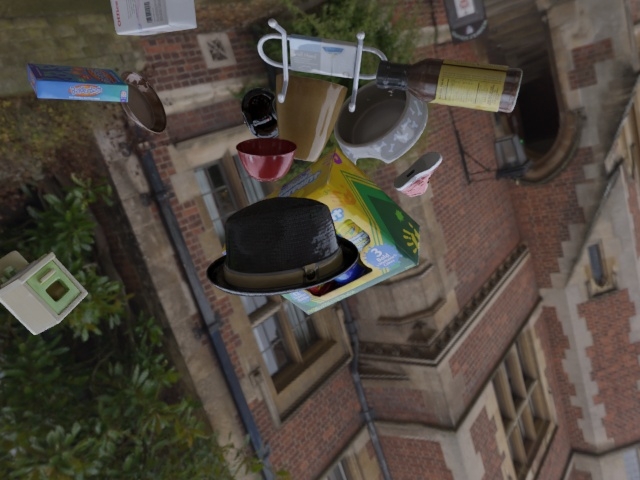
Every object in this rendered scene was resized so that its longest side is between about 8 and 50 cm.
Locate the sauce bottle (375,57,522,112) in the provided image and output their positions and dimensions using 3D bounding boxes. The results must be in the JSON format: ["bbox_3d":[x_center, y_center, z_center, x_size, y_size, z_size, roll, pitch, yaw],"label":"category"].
[{"bbox_3d":[0.313,-0.395,1.262,0.344,0.111,0.111,14,-156,16],"label":"sauce bottle"}]

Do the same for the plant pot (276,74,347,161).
[{"bbox_3d":[-0.049,-0.398,1.687,0.237,0.254,0.237,10,-168,-2],"label":"plant pot"}]

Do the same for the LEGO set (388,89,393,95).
[{"bbox_3d":[0.209,-0.497,1.611,0.023,0.083,0.054,-2,-142,30],"label":"LEGO set"}]

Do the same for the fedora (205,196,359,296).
[{"bbox_3d":[-0.087,-0.007,1.092,0.334,0.152,0.334,-5,-161,2],"label":"fedora"}]

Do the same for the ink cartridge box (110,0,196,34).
[{"bbox_3d":[-0.537,-0.769,1.609,0.278,0.201,0.117,10,-158,35],"label":"ink cartridge box"}]

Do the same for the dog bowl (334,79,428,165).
[{"bbox_3d":[0.200,-0.429,1.811,0.349,0.102,0.348,-20,-129,27],"label":"dog bowl"}]

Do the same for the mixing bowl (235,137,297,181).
[{"bbox_3d":[-0.161,-0.239,1.531,0.181,0.098,0.181,1,-151,-1],"label":"mixing bowl"}]

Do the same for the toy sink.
[{"bbox_3d":[-0.847,0.133,1.511,0.131,0.234,0.153,-25,-159,24],"label":"toy sink"}]

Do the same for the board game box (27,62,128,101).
[{"bbox_3d":[-0.625,-0.407,1.309,0.210,0.047,0.160,-8,-146,-35],"label":"board game box"}]

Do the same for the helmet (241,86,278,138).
[{"bbox_3d":[-0.212,-0.474,1.869,0.169,0.169,0.161,-17,-123,3],"label":"helmet"}]

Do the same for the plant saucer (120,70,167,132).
[{"bbox_3d":[-0.538,-0.407,1.518,0.036,0.198,0.198,-22,-168,16],"label":"plant saucer"}]

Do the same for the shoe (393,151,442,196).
[{"bbox_3d":[0.322,-0.206,1.602,0.178,0.081,0.063,-37,-134,29],"label":"shoe"}]

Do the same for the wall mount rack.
[{"bbox_3d":[-0.002,-0.461,1.280,0.350,0.130,0.304,8,156,3],"label":"wall mount rack"}]

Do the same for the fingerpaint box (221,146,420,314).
[{"bbox_3d":[0.000,0.000,1.479,0.445,0.371,0.163,-29,-147,35],"label":"fingerpaint box"}]
